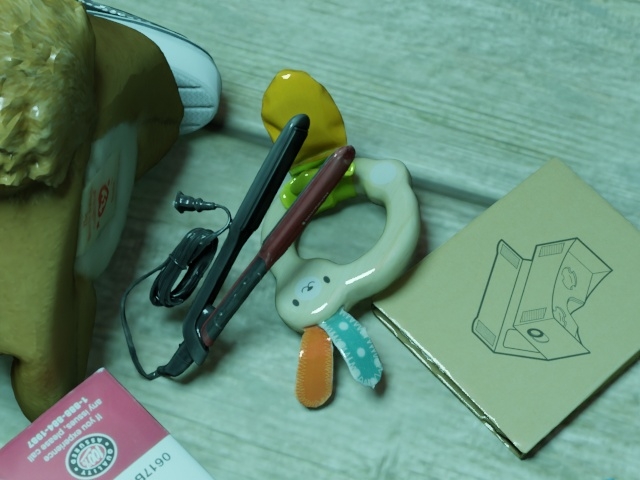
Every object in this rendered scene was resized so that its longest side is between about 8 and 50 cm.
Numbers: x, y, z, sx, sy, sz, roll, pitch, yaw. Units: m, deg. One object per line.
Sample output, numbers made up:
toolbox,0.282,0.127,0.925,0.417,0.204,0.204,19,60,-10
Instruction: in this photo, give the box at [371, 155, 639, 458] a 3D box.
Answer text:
box,0.165,0.047,1.417,0.201,0.021,0.164,-37,68,-22

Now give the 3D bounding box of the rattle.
rattle,0.000,0.000,1.362,0.130,0.143,0.199,12,58,10

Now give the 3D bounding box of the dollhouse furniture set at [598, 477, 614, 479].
dollhouse furniture set,0.239,0.217,1.260,0.184,0.129,0.129,-8,61,-9

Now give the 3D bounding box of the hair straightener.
hair straightener,-0.073,0.002,1.353,0.089,0.047,0.230,38,104,12

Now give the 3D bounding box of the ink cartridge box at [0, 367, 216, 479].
ink cartridge box,-0.121,0.270,1.211,0.226,0.131,0.306,-40,68,-22

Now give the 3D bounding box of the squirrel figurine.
squirrel figurine,-0.325,-0.082,1.253,0.370,0.397,0.281,13,69,10

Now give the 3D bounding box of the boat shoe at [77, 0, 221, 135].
boat shoe,-0.237,-0.169,1.461,0.335,0.121,0.119,11,53,-1
